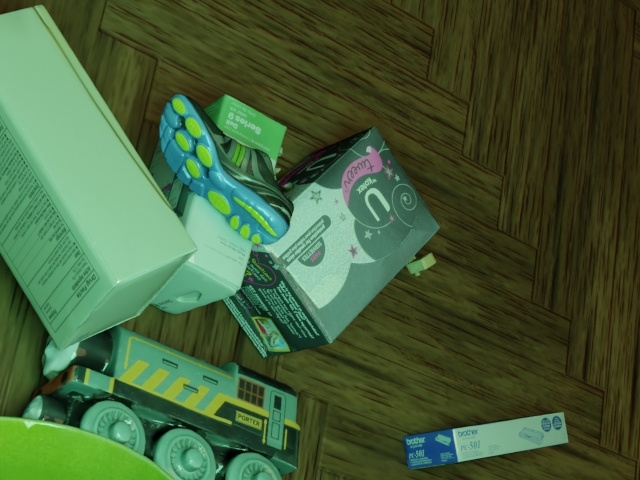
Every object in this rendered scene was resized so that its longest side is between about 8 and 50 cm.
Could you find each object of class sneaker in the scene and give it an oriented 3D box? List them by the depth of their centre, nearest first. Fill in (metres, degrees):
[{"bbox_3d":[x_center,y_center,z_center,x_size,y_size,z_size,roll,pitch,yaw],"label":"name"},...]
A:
[{"bbox_3d":[-0.100,-0.078,1.465,0.188,0.067,0.078,48,35,-8],"label":"sneaker"}]

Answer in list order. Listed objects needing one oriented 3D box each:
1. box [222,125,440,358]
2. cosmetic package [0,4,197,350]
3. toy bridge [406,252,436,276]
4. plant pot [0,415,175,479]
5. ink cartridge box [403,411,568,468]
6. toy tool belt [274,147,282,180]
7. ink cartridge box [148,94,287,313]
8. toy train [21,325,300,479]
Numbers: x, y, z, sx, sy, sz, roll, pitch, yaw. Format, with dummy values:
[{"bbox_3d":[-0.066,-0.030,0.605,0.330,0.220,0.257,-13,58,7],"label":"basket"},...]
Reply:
[{"bbox_3d":[0.000,0.000,1.664,0.247,0.142,0.163,-44,106,-38],"label":"box"},{"bbox_3d":[-0.275,-0.065,1.399,0.113,0.160,0.309,-26,79,-41],"label":"cosmetic package"},{"bbox_3d":[0.086,-0.037,1.794,0.026,0.063,0.188,-30,96,-40],"label":"toy bridge"},{"bbox_3d":[-0.283,0.354,1.254,0.274,0.275,0.294,4,110,-38],"label":"plant pot"},{"bbox_3d":[0.218,0.261,1.797,0.207,0.097,0.046,-2,79,-39],"label":"ink cartridge box"},{"bbox_3d":[-0.075,-0.090,1.691,0.083,0.052,0.051,5,75,-66],"label":"toy tool belt"},{"bbox_3d":[-0.137,-0.037,1.555,0.093,0.154,0.212,27,63,-28],"label":"ink cartridge box"},{"bbox_3d":[-0.166,0.205,1.489,0.334,0.142,0.190,25,50,-28],"label":"toy train"}]
